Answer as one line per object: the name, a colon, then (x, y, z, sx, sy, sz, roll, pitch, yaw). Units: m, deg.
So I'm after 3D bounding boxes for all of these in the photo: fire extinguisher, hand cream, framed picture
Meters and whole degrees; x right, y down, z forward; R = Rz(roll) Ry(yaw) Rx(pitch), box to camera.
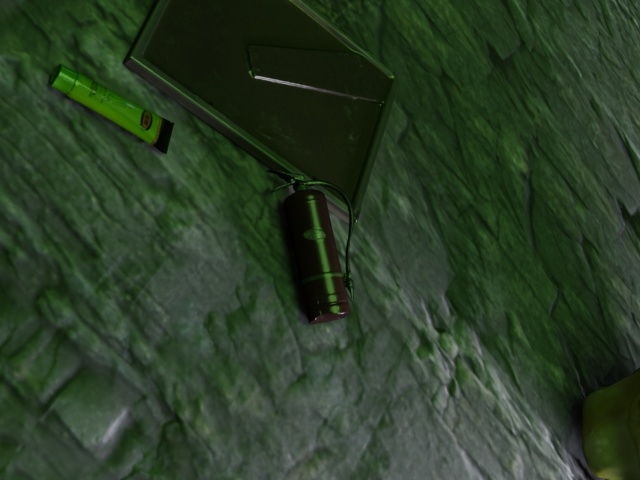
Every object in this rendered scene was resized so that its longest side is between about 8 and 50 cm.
fire extinguisher: (0.000, 0.000, 0.981, 0.078, 0.045, 0.157, -9, 78, -17)
hand cream: (-0.185, -0.119, 0.895, 0.122, 0.023, 0.036, 29, 53, -32)
framed picture: (-0.046, -0.176, 1.034, 0.289, 0.016, 0.213, 34, 55, -25)

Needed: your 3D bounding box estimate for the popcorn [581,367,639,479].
popcorn: (0.473, 0.224, 1.119, 0.312, 0.312, 0.312, 15, 64, -35)
